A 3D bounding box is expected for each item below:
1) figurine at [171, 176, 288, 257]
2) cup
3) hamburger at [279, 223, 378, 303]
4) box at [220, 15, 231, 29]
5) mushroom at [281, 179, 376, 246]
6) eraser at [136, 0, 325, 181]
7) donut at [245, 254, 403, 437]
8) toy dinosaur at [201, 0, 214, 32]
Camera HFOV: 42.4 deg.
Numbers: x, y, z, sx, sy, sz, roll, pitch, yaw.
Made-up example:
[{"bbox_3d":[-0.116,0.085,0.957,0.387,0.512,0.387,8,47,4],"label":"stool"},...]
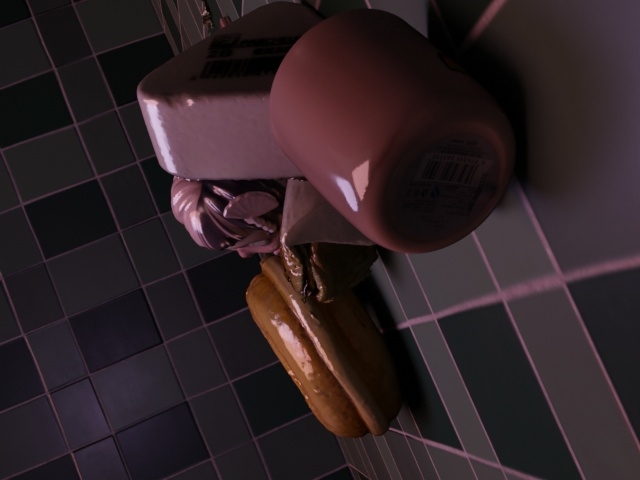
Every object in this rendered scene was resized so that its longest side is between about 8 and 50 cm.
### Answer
[{"bbox_3d":[-0.129,-0.073,1.527,0.361,0.253,0.211,15,-117,-62],"label":"figurine"},{"bbox_3d":[0.092,-0.090,0.839,0.253,0.191,0.200,36,-169,-42],"label":"cup"},{"bbox_3d":[0.000,0.000,1.407,0.130,0.183,0.206,19,139,35],"label":"hamburger"},{"bbox_3d":[-0.224,-0.495,2.013,0.115,0.025,0.048,94,154,-69],"label":"box"},{"bbox_3d":[-0.022,-0.140,1.311,0.397,0.177,0.126,-116,27,-49],"label":"mushroom"},{"bbox_3d":[-0.104,-0.202,1.197,0.331,0.331,0.150,-123,15,-48],"label":"eraser"},{"bbox_3d":[0.010,0.216,1.721,0.449,0.198,0.449,56,173,11],"label":"donut"},{"bbox_3d":[-0.306,-0.605,2.231,0.119,0.029,0.060,79,-178,-70],"label":"toy dinosaur"}]
